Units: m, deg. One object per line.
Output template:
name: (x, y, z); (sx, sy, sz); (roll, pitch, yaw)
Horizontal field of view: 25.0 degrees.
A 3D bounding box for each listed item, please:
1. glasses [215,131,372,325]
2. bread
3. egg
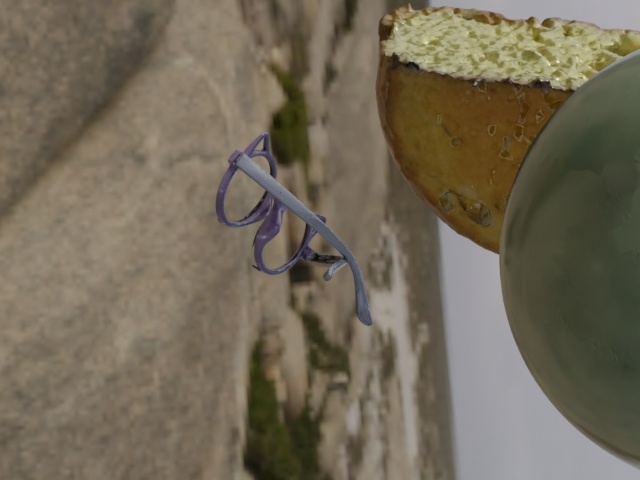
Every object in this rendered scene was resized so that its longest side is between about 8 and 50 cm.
glasses: (0.000, 0.000, 0.924); (0.062, 0.104, 0.140); (-53, 146, -12)
bread: (0.199, -0.074, 1.180); (0.194, 0.340, 0.179); (-62, 159, -64)
egg: (0.181, 0.008, 0.642); (0.283, 0.203, 0.203); (-11, 95, -81)
